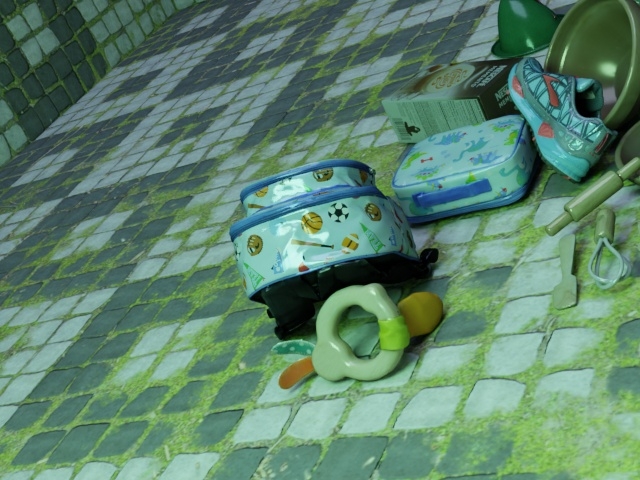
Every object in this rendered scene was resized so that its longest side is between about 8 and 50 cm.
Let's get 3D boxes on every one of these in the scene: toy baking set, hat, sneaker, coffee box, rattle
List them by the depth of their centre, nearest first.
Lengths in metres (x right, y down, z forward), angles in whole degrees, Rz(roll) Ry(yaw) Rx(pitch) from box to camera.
[{"bbox_3d":[0.380,-0.020,1.451,0.256,0.030,0.197,-35,28,2],"label":"toy baking set"},{"bbox_3d":[0.045,0.126,1.500,0.199,0.130,0.143,-40,5,33],"label":"rattle"},{"bbox_3d":[0.380,-0.206,1.712,0.125,0.104,0.262,-44,42,26],"label":"sneaker"},{"bbox_3d":[0.252,-0.250,2.016,0.141,0.098,0.246,-42,28,-30],"label":"coffee box"},{"bbox_3d":[0.391,-0.491,2.255,0.173,0.184,0.208,-31,24,-8],"label":"hat"}]

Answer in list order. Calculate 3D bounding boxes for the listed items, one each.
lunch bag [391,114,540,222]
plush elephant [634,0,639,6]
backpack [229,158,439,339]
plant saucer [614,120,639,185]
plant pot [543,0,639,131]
[{"bbox_3d":[0.228,-0.110,1.768,0.219,0.090,0.176,-13,26,27],"label":"lunch bag"},{"bbox_3d":[0.563,-0.481,1.937,0.330,0.255,0.272,-21,23,-5],"label":"plush elephant"},{"bbox_3d":[0.000,0.000,1.556,0.276,0.213,0.263,-23,-4,9],"label":"backpack"},{"bbox_3d":[0.553,-0.141,1.566,0.277,0.041,0.278,-23,24,11],"label":"plant saucer"},{"bbox_3d":[0.461,-0.266,1.767,0.109,0.237,0.237,10,12,-23],"label":"plant pot"}]
